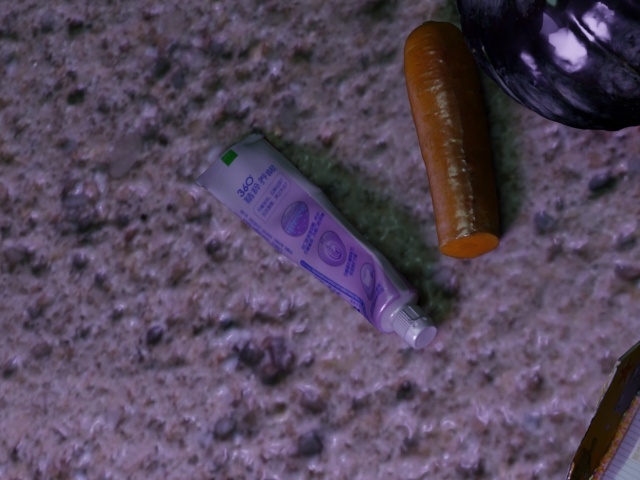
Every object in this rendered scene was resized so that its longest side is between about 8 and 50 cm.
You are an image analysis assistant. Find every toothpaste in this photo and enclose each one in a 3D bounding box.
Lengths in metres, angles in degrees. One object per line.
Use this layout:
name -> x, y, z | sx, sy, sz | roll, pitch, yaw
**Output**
toothpaste -> 0.000, 0.000, 1.687 | 0.301, 0.048, 0.075 | 43, 108, 34

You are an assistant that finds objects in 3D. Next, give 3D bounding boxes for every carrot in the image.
carrot -> 0.117, -0.098, 1.642 | 0.067, 0.067, 0.225 | -17, 68, 23

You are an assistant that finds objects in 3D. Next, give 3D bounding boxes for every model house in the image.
model house -> 0.281, 0.182, 1.378 | 0.136, 0.219, 0.207 | 30, 91, 27

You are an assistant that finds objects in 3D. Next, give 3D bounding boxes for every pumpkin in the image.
pumpkin -> 0.219, -0.244, 1.502 | 0.295, 0.296, 0.296 | -9, 70, 26
